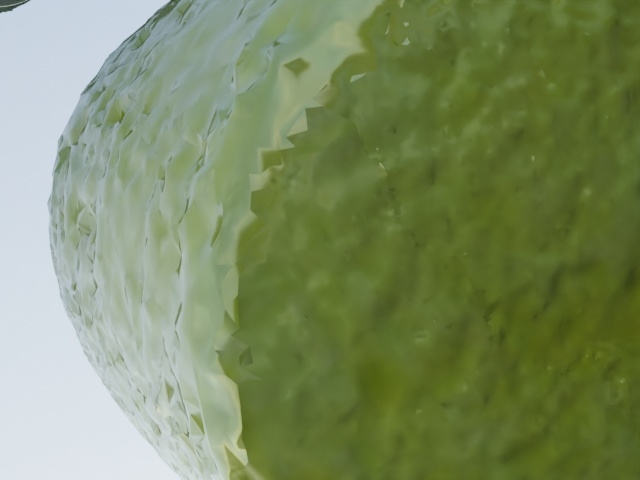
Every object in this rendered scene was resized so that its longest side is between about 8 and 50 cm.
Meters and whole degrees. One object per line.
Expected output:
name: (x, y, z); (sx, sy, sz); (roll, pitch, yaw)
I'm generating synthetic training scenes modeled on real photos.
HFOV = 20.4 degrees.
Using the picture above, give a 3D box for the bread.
bread: (0.065, 0.002, 0.792); (0.348, 0.348, 0.308); (-53, 25, -8)

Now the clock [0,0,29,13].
clock: (-0.284, -0.315, 1.646); (0.236, 0.053, 0.236); (-30, -44, -34)
